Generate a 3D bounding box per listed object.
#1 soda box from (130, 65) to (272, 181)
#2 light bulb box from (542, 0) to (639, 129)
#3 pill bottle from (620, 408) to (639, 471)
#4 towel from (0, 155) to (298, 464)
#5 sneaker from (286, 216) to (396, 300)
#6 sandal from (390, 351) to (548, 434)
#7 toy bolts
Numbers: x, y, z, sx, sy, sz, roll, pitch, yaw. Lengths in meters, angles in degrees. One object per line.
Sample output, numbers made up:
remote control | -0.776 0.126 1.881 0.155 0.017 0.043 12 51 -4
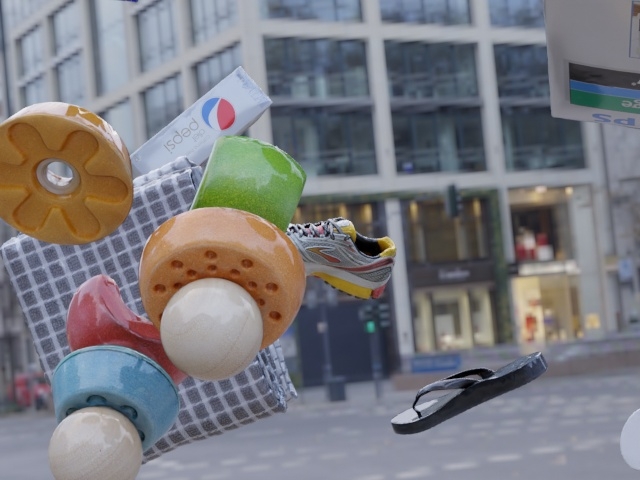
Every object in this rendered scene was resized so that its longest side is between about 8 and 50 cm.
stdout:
soda box | -0.167 -0.136 1.817 0.216 0.069 0.074 -42 1 -25
light bulb box | 0.376 -0.340 1.429 0.225 0.358 0.361 10 -18 15
pill bottle | 0.472 0.272 1.722 0.186 0.112 0.112 23 -20 -33
towel | -0.181 0.080 1.406 0.235 0.284 0.121 -22 -1 14
sneaker | 0.000 0.000 1.852 0.225 0.093 0.088 18 29 -21
sandal | 0.207 0.207 1.938 0.254 0.054 0.097 -29 0 28
toy bolts | -0.135 0.049 0.856 0.218 0.228 0.158 19 37 -7
